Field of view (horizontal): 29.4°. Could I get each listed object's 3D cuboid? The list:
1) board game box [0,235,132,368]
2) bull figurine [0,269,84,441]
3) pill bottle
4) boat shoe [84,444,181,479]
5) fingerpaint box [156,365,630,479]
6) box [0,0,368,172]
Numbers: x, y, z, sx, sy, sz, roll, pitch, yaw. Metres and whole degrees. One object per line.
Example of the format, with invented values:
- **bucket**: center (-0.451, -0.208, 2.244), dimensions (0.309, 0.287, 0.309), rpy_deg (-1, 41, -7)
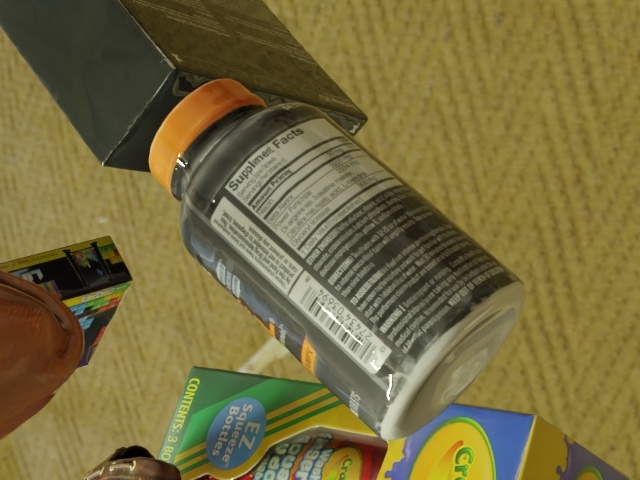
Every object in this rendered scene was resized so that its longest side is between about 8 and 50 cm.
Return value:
- **board game box**: center (-0.245, 0.070, 0.943), dimensions (0.048, 0.170, 0.141), rpy_deg (58, 142, 21)
- **bull figurine**: center (-0.274, 0.104, 0.623), dimensions (0.188, 0.310, 0.101), rpy_deg (34, 140, 33)
- **pill bottle**: center (0.000, 0.000, 0.775), dimensions (0.245, 0.130, 0.130), rpy_deg (42, 122, 22)
- **boat shoe**: center (-0.140, 0.191, 0.914), dimensions (0.207, 0.073, 0.073), rpy_deg (164, 118, -68)
- **fingerpaint box**: center (-0.008, 0.341, 0.936), dimensions (0.371, 0.163, 0.445), rpy_deg (3, 66, 43)
- **box**: center (-0.108, -0.141, 0.996), dimensions (0.184, 0.261, 0.103), rpy_deg (48, 112, 26)
